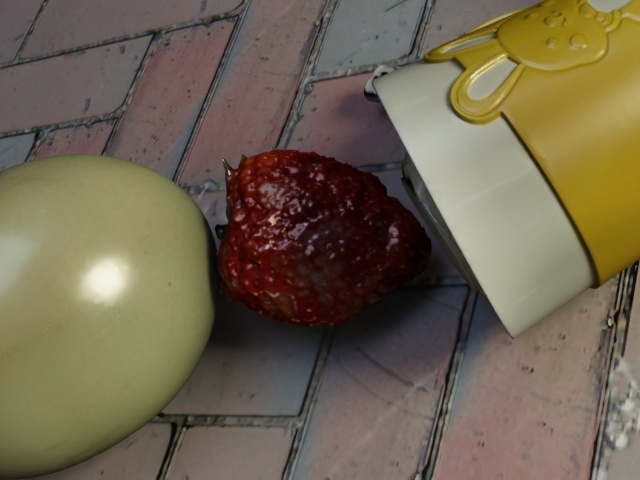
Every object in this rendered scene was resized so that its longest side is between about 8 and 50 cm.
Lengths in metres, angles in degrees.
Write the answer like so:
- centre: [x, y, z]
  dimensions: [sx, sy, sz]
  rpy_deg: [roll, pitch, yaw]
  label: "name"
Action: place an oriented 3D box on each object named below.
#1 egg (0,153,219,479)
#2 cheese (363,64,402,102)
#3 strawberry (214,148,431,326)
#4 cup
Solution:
- centre: [-0.200, 0.054, 0.894]
  dimensions: [0.269, 0.219, 0.219]
  rpy_deg: [-33, 40, -14]
  label: "egg"
- centre: [0.101, -0.109, 0.928]
  dimensions: [0.171, 0.047, 0.092]
  rpy_deg: [-6, 50, 34]
  label: "cheese"
- centre: [-0.006, -0.001, 0.866]
  dimensions: [0.148, 0.131, 0.131]
  rpy_deg: [8, 61, 47]
  label: "strawberry"
- centre: [0.155, -0.084, 0.773]
  dimensions: [0.226, 0.185, 0.241]
  rpy_deg: [-28, 41, 8]
  label: "cup"
